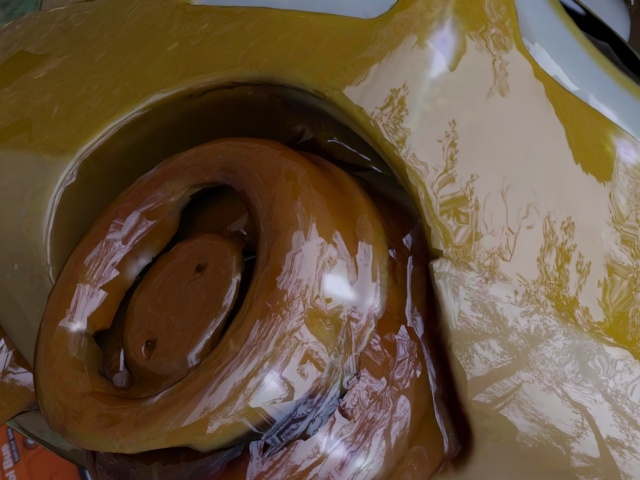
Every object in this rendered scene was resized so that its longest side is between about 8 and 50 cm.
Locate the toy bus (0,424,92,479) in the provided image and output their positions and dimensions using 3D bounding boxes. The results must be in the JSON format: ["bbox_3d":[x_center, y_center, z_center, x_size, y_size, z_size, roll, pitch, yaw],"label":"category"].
[{"bbox_3d":[-0.109,0.120,0.897,0.143,0.153,0.329,36,22,-43],"label":"toy bus"}]

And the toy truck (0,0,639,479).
[{"bbox_3d":[0.000,0.000,0.483,0.204,0.288,0.212,39,67,-38],"label":"toy truck"}]
